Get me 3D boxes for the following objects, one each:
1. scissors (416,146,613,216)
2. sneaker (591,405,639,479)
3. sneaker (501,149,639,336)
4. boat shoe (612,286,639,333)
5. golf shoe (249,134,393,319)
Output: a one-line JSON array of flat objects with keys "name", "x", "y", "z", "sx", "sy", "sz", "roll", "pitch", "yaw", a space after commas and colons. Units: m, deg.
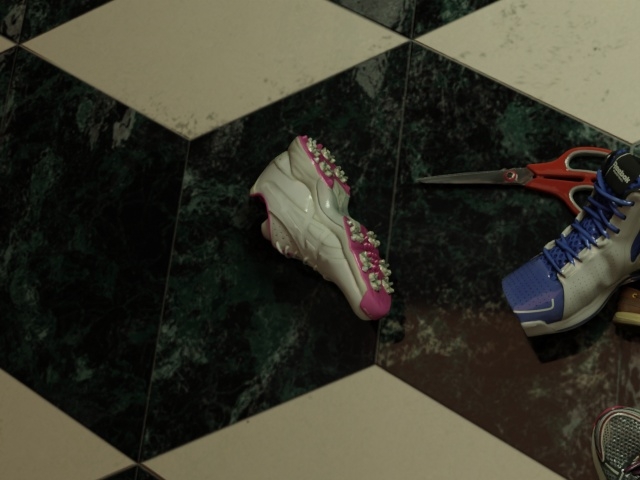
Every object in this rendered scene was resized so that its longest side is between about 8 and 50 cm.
[{"name": "scissors", "x": 0.289, "y": -0.098, "z": 1.884, "sx": 0.297, "sy": 0.021, "sz": 0.109, "roll": 13, "pitch": 78, "yaw": 21}, {"name": "sneaker", "x": 0.434, "y": 0.329, "z": 1.638, "sx": 0.120, "sy": 0.112, "sz": 0.299, "roll": -31, "pitch": 60, "yaw": 5}, {"name": "sneaker", "x": 0.371, "y": -0.020, "z": 1.727, "sx": 0.315, "sy": 0.182, "sz": 0.127, "roll": -25, "pitch": 38, "yaw": 3}, {"name": "boat shoe", "x": 0.474, "y": 0.096, "z": 1.736, "sx": 0.177, "sy": 0.064, "sz": 0.060, "roll": 8, "pitch": 76, "yaw": 21}, {"name": "golf shoe", "x": 0.000, "y": 0.000, "z": 1.895, "sx": 0.140, "sy": 0.115, "sz": 0.306, "roll": -33, "pitch": 59, "yaw": 15}]
